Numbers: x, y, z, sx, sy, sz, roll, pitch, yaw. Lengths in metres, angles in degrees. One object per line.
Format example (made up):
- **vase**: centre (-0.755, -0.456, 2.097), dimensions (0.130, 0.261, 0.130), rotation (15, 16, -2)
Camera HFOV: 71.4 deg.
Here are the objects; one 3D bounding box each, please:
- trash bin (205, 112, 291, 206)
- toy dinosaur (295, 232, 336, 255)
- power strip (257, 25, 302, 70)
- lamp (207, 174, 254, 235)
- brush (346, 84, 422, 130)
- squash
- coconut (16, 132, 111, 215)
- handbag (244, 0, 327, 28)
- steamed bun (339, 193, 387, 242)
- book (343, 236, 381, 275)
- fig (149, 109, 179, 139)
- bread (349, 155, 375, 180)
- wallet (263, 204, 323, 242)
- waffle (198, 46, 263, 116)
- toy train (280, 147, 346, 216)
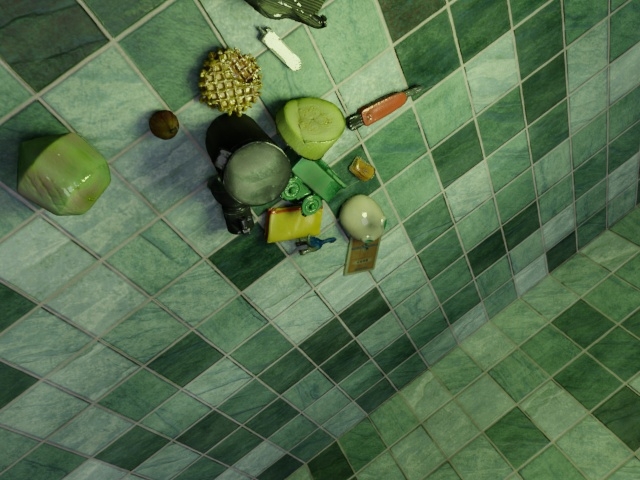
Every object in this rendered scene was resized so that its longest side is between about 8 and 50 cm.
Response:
- **trash bin**: centre (-0.237, -0.263, 1.380), dimensions (0.252, 0.301, 0.202), rotation (17, 113, -34)
- **toy dinosaur**: centre (0.000, 0.000, 1.796), dimensions (0.188, 0.075, 0.247), rotation (-18, 169, -12)
- **power strip**: centre (-0.127, -0.598, 1.388), dimensions (0.047, 0.030, 0.191), rotation (-48, 132, 10)
- **lamp**: centre (-0.290, -0.107, 1.547), dimensions (0.147, 0.172, 0.227), rotation (-22, 128, -18)
- **brush**: centre (0.239, -0.501, 1.660), dimensions (0.324, 0.051, 0.070), rotation (-28, 125, -7)
- **squash**: centre (-0.041, -0.377, 1.455), dimensions (0.220, 0.220, 0.133), rotation (9, 149, -35)
- **coconut**: centre (-0.717, -0.183, 1.223), dimensions (0.236, 0.204, 0.235), rotation (2, 123, 3)
- **handbag**: centre (-0.103, -0.721, 1.179), dimensions (0.341, 0.240, 0.247), rotation (5, 123, -34)
- **steamed bun**: centre (0.188, -0.081, 1.860), dimensions (0.177, 0.131, 0.228), rotation (-43, 128, -4)
- **book**: centre (0.196, 0.047, 2.037), dimensions (0.170, 0.018, 0.241), rotation (-10, 125, -24)
- **fig**: centre (-0.455, -0.334, 1.319), dimensions (0.089, 0.125, 0.088), rotation (-17, 127, -25)
- **bread**: centre (0.168, -0.281, 1.768), dimensions (0.106, 0.053, 0.072), rotation (29, 101, -35)
- **wallet**: centre (-0.105, -0.076, 1.751), dimensions (0.241, 0.067, 0.141), rotation (-9, 121, -31)
- **waffle**: centre (-0.270, -0.482, 1.351), dimensions (0.193, 0.070, 0.197), rotation (10, 112, -30)
- **toy train**: centre (-0.058, -0.215, 1.621), dimensions (0.202, 0.145, 0.266), rotation (-49, 132, 4)
